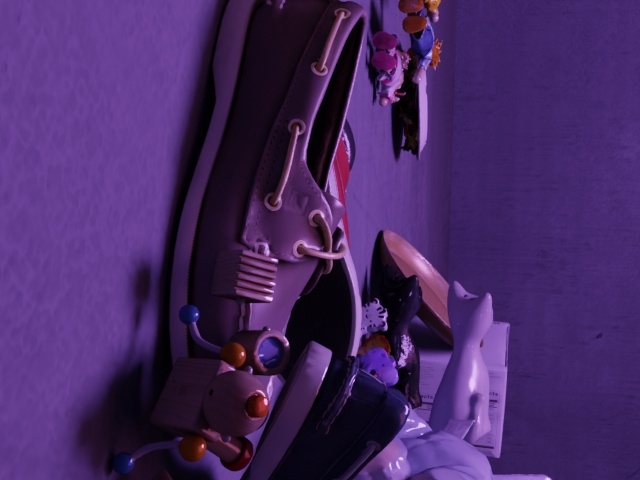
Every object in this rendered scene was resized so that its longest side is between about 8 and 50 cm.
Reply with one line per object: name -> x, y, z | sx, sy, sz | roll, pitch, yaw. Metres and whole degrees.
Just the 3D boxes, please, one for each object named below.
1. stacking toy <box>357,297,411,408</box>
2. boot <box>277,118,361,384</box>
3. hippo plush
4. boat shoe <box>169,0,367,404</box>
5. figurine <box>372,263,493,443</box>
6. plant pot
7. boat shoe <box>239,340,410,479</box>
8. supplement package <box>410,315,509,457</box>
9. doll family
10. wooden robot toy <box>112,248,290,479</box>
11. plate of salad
stacking toy -> 0.091, 0.197, 1.208 | 0.167, 0.052, 0.221 | 72, -1, -64
boot -> 0.000, 0.000, 0.849 | 0.176, 0.088, 0.244 | -57, 144, -71
hippo plush -> 0.040, 0.278, 0.941 | 0.236, 0.234, 0.294 | -59, 155, 9
boat shoe -> -0.029, -0.029, 0.658 | 0.116, 0.097, 0.324 | 66, 29, -65
figurine -> 0.153, 0.150, 1.311 | 0.092, 0.215, 0.209 | -4, 100, -40
plant pot -> 0.166, 0.083, 1.492 | 0.236, 0.032, 0.236 | 46, 15, -15
boat shoe -> -0.013, 0.164, 0.640 | 0.095, 0.079, 0.254 | -63, 178, -51
supplement package -> 0.200, 0.226, 1.558 | 0.262, 0.204, 0.145 | -39, 133, -74
doll family -> 0.142, -0.321, 1.368 | 0.163, 0.118, 0.262 | 35, 58, -77
wooden robot toy -> -0.046, 0.087, 0.534 | 0.076, 0.079, 0.173 | 36, 64, -31
plate of salad -> 0.154, -0.234, 1.629 | 0.200, 0.048, 0.199 | -2, 90, -88
